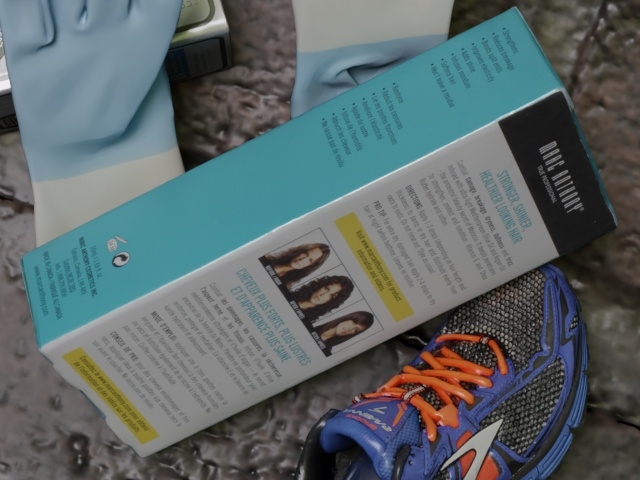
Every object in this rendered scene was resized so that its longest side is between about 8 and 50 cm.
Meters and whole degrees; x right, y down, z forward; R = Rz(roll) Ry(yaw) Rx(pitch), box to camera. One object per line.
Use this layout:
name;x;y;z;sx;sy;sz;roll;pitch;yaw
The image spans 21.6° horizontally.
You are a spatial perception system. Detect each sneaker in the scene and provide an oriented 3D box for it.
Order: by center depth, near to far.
sneaker;0.044;0.093;0.739;0.083;0.087;0.221;17;65;42

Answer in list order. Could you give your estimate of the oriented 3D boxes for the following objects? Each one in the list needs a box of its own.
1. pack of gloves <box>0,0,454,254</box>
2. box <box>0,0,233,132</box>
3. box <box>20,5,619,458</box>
pack of gloves;-0.038;-0.071;0.731;0.195;0.232;0.046;-11;46;-12
box;-0.200;-0.125;0.770;0.290;0.087;0.169;-15;87;-3
box;0.000;0.000;0.738;0.244;0.100;0.060;-26;48;5
